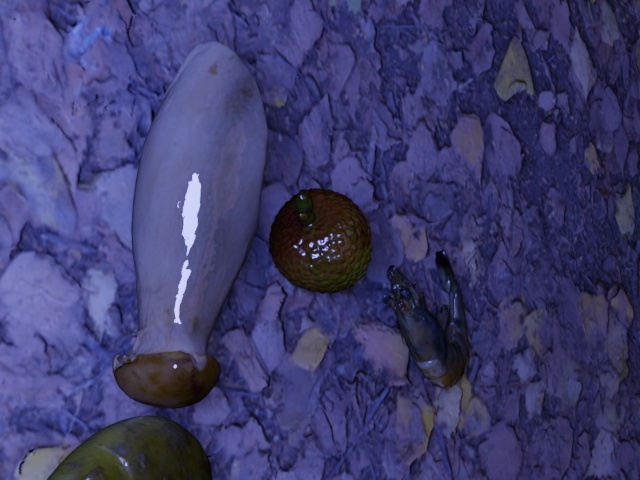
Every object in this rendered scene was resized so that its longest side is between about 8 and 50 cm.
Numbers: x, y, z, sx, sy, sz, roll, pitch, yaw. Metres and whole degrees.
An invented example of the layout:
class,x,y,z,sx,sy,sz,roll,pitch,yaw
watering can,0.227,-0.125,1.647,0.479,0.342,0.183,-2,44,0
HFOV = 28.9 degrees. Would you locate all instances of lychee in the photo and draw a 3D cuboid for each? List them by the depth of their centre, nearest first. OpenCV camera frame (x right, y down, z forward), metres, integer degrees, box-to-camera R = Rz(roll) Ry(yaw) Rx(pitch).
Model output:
class,x,y,z,sx,sy,sz,roll,pitch,yaw
lychee,0.000,0.000,1.332,0.146,0.114,0.114,61,41,-54

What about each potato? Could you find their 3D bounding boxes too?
class,x,y,z,sx,sy,sz,roll,pitch,yaw
potato,-0.177,0.242,1.083,0.251,0.113,0.149,-29,109,-48

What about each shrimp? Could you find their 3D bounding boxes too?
class,x,y,z,sx,sy,sz,roll,pitch,yaw
shrimp,0.138,0.084,1.540,0.217,0.051,0.150,58,42,-39

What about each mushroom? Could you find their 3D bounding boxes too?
class,x,y,z,sx,sy,sz,roll,pitch,yaw
mushroom,-0.120,-0.016,1.172,0.128,0.128,0.350,24,70,-47
